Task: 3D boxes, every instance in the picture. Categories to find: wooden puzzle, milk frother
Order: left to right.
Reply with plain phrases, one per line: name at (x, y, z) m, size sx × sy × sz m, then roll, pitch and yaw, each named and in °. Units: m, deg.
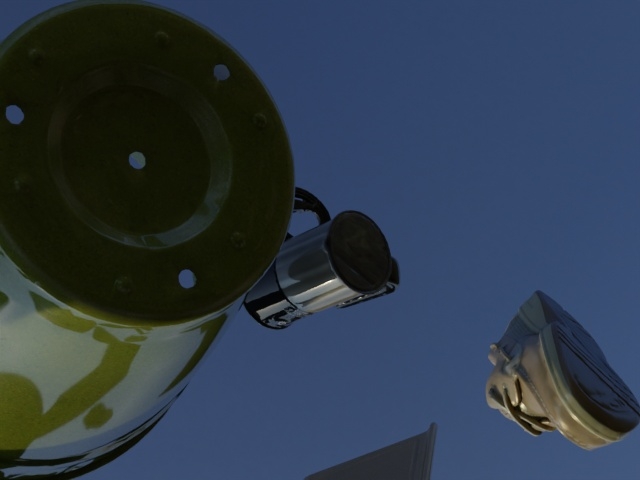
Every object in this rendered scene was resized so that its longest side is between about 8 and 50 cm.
milk frother at (0.000, 0.000, 1.376) m, size 0.129 × 0.134 × 0.143 m, roll -6°, pitch -103°, yaw -46°
wooden puzzle at (0.054, 0.355, 1.874) m, size 0.238 × 0.221 × 0.044 m, roll -28°, pitch -72°, yaw 20°

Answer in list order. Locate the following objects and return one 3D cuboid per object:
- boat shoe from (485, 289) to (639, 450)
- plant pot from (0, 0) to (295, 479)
boat shoe at (0.202, 0.129, 1.245) m, size 0.109 × 0.302 × 0.098 m, roll 43°, pitch -81°, yaw -8°
plant pot at (-0.197, -0.013, 1.094) m, size 0.366 × 0.353 × 0.366 m, roll 9°, pitch -111°, yaw -25°
